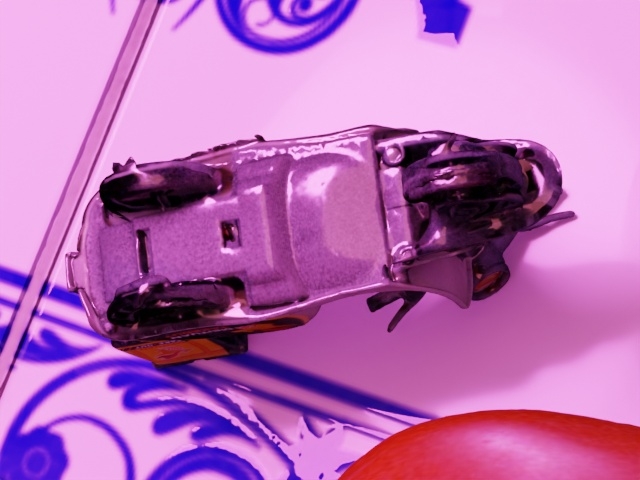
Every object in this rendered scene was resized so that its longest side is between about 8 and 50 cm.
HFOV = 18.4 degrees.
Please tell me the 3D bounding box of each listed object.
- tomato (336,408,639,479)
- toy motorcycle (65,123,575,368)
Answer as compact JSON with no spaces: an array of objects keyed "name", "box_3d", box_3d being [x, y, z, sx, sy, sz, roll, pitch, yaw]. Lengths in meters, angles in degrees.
[{"name":"tomato","box_3d":[0.080,0.238,0.780,0.341,0.273,0.341,0,92,14]},{"name":"toy motorcycle","box_3d":[0.000,0.000,0.974,0.263,0.157,0.091,-11,73,21]}]
